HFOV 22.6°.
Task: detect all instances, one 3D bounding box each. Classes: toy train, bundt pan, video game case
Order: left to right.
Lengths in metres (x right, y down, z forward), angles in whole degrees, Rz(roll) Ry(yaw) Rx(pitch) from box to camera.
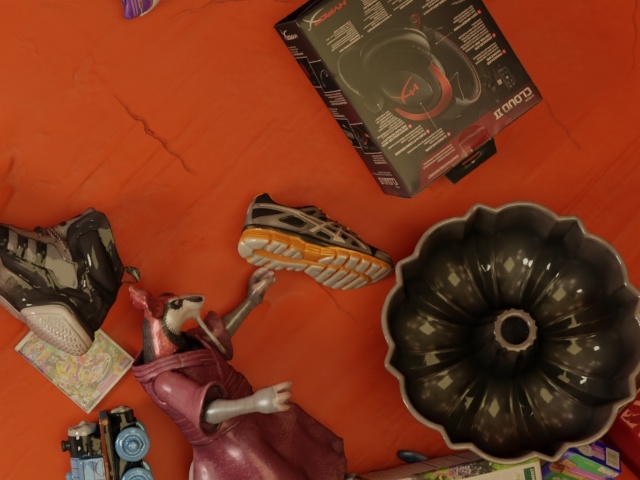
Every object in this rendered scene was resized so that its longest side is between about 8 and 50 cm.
[{"bbox_3d":[-0.297,0.138,1.943,0.122,0.011,0.087,44,82,-14],"label":"video game case"},{"bbox_3d":[-0.253,0.293,1.933,0.105,0.080,0.184,-8,96,-10],"label":"toy train"},{"bbox_3d":[0.234,0.123,2.005,0.330,0.124,0.331,1,77,-2],"label":"bundt pan"}]

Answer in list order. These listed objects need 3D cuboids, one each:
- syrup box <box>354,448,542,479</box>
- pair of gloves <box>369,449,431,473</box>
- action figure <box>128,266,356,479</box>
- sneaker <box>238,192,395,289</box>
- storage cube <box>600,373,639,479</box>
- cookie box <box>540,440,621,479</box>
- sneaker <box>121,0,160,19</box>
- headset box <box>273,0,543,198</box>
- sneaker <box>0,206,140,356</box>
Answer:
[{"bbox_3d":[0.157,0.326,2.023,0.237,0.096,0.093,-10,92,-20],"label":"syrup box"},{"bbox_3d":[0.133,0.369,2.079,0.159,0.023,0.198,-2,95,-16],"label":"pair of gloves"},{"bbox_3d":[-0.128,0.205,1.934,0.275,0.248,0.370,-34,105,16],"label":"action figure"},{"bbox_3d":[0.000,0.000,1.988,0.215,0.084,0.083,18,54,-28],"label":"sneaker"},{"bbox_3d":[0.469,0.221,2.074,0.193,0.215,0.184,45,82,-8],"label":"storage cube"},{"bbox_3d":[0.323,0.299,2.088,0.092,0.107,0.040,24,45,-16],"label":"cookie box"},{"bbox_3d":[-0.260,-0.333,1.895,0.071,0.068,0.170,-41,104,-4],"label":"sneaker"},{"bbox_3d":[0.117,-0.208,1.989,0.218,0.110,0.293,-37,103,-11],"label":"headset box"},{"bbox_3d":[-0.338,0.001,1.882,0.268,0.101,0.153,44,73,-12],"label":"sneaker"}]
